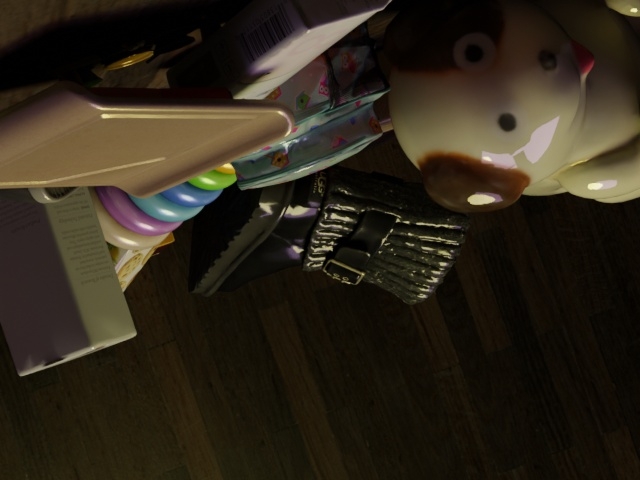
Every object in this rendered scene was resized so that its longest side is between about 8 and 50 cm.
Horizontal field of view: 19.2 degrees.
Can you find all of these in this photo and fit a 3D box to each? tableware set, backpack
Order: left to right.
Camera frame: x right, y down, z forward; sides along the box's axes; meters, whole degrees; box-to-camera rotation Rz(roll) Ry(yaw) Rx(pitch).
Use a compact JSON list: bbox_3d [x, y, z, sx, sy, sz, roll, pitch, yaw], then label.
[{"bbox_3d":[-0.155,-0.154,1.617,0.154,0.024,0.104,-20,179,4],"label":"tableware set"},{"bbox_3d":[-0.044,-0.127,1.801,0.166,0.144,0.188,-13,-179,45],"label":"backpack"}]

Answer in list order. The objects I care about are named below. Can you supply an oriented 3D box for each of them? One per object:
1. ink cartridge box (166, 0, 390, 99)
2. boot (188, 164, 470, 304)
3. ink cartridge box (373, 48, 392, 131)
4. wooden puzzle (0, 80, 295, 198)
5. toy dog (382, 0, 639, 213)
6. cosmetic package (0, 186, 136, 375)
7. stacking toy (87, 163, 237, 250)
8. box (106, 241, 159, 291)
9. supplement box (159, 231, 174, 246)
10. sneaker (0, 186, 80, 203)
[{"bbox_3d":[0.009,-0.182,1.615,0.232,0.066,0.189,-14,168,-40],"label":"ink cartridge box"},{"bbox_3d":[0.000,0.004,2.225,0.260,0.131,0.348,13,161,-19],"label":"boot"},{"bbox_3d":[0.164,-0.214,2.336,0.234,0.088,0.193,-20,178,5],"label":"ink cartridge box"},{"bbox_3d":[-0.175,-0.086,1.549,0.221,0.044,0.238,-21,163,42],"label":"wooden puzzle"},{"bbox_3d":[0.226,-0.169,2.021,0.395,0.285,0.408,-7,-179,31],"label":"toy dog"},{"bbox_3d":[-0.293,0.015,2.013,0.117,0.231,0.085,-19,179,34],"label":"cosmetic package"},{"bbox_3d":[-0.122,-0.105,2.049,0.330,0.141,0.141,-27,174,41],"label":"stacking toy"},{"bbox_3d":[-0.218,-0.029,2.285,0.067,0.063,0.324,-18,154,-52],"label":"box"},{"bbox_3d":[-0.311,-0.021,2.508,0.191,0.129,0.194,-19,178,-12],"label":"supplement box"},{"bbox_3d":[-0.264,-0.093,1.837,0.118,0.083,0.222,1,-166,24],"label":"sneaker"}]
